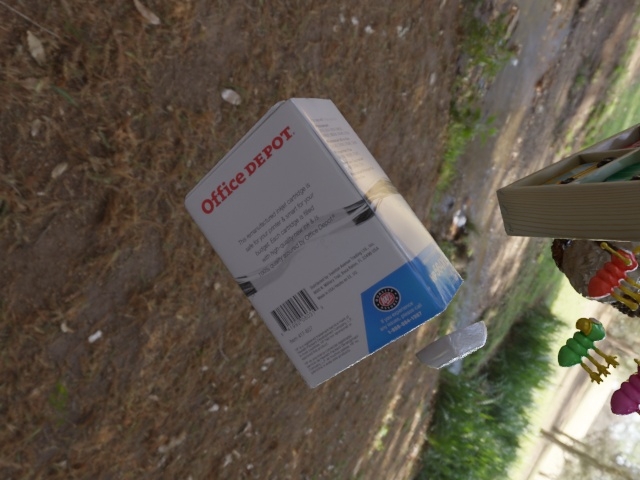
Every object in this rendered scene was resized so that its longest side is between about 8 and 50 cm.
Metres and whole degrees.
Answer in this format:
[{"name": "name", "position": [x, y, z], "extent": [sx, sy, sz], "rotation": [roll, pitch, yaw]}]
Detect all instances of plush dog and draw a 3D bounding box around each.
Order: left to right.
[{"name": "plush dog", "position": [0.547, 0.015, 0.974], "extent": [0.211, 0.262, 0.225], "rotation": [15, 115, -42]}]

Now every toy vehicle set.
[{"name": "toy vehicle set", "position": [0.275, -0.062, 0.371], "extent": [0.267, 0.166, 0.035], "rotation": [-23, 104, -28]}]

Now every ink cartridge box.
[{"name": "ink cartridge box", "position": [0.000, 0.000, 0.471], "extent": [0.148, 0.203, 0.086], "rotation": [-37, 175, 29]}]

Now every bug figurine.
[{"name": "bug figurine", "position": [0.439, 0.127, 0.746], "extent": [0.072, 0.279, 0.216], "rotation": [27, 103, -22]}]

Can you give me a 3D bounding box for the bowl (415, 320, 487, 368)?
[{"name": "bowl", "position": [0.305, 0.243, 1.231], "extent": [0.142, 0.053, 0.142], "rotation": [-12, 154, -35]}]
